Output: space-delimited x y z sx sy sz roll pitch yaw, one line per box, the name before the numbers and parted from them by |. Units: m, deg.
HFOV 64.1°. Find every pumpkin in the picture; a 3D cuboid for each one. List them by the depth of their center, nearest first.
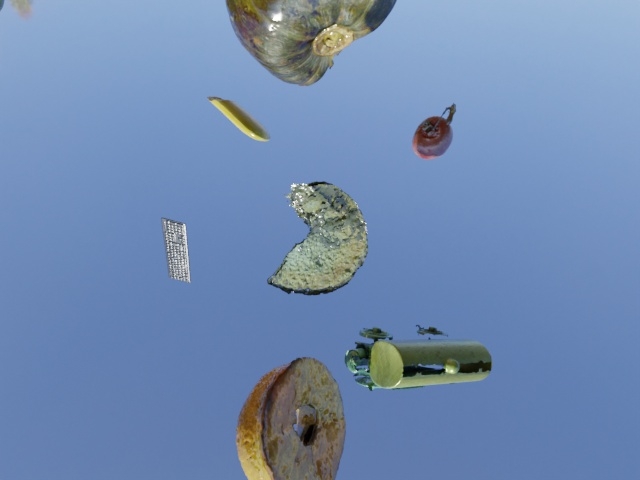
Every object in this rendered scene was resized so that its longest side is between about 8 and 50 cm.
pumpkin | -0.042 -0.442 0.881 0.232 0.325 0.242 11 -126 -45

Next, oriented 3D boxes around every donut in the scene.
donut | -0.040 0.251 0.682 0.075 0.174 0.190 -21 -144 32

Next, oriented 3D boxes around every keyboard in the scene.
keyboard | -0.349 0.028 1.239 0.064 0.198 0.010 15 -139 8

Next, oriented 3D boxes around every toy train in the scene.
toy train | 0.201 0.252 1.031 0.308 0.126 0.190 7 -173 -34

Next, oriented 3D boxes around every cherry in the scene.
cherry | 0.264 -0.247 1.185 0.090 0.225 0.107 44 -88 7

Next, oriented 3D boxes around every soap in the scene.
soap | -0.175 -0.265 1.083 0.168 0.033 0.089 41 -165 6

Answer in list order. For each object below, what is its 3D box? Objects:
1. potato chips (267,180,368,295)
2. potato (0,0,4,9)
potato chips | -0.002 -0.001 0.926 0.202 0.219 0.029 -6 -157 -22
potato | -0.862 -0.557 1.119 0.305 0.215 0.215 -3 -139 0
